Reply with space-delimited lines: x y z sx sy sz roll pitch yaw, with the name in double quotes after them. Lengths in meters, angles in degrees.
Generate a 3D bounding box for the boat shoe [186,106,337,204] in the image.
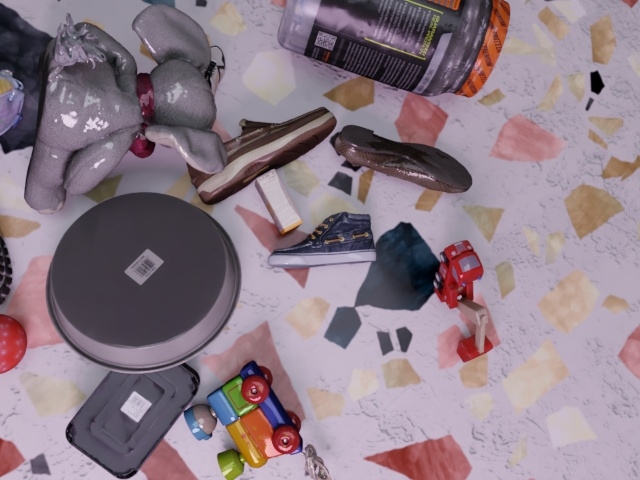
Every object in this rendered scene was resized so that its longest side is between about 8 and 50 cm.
-0.099 -0.161 1.071 0.257 0.095 0.095 -31 83 -11 "boat shoe"

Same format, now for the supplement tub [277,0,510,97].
0.116 -0.361 1.070 0.337 0.207 0.207 18 81 -7 "supplement tub"

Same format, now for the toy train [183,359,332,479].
-0.092 0.324 1.016 0.143 0.105 0.248 -32 89 -1 "toy train"

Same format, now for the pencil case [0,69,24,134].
-0.579 -0.269 0.992 0.273 0.113 0.124 41 108 -1 "pencil case"

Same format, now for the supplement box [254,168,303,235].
-0.068 -0.061 1.078 0.036 0.062 0.099 -28 89 -10 "supplement box"

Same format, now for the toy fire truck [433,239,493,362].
0.236 0.102 1.070 0.047 0.192 0.135 -20 58 -12 "toy fire truck"

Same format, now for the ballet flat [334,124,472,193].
0.140 -0.129 1.128 0.249 0.058 0.084 16 46 -12 "ballet flat"

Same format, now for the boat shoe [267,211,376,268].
0.000 0.000 1.085 0.183 0.065 0.083 -4 83 -16 "boat shoe"

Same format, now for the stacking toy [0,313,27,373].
-0.596 0.137 0.943 0.330 0.141 0.141 4 83 -13 "stacking toy"

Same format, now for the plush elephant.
-0.273 -0.196 0.973 0.255 0.330 0.272 7 72 -28 "plush elephant"

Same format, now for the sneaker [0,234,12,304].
-0.530 0.011 0.992 0.094 0.081 0.209 -17 75 -10 "sneaker"

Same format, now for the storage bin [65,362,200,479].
-0.277 0.249 0.998 0.122 0.084 0.180 38 80 -3 "storage bin"

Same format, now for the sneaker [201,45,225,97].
-0.181 -0.274 1.095 0.040 0.044 0.109 11 80 -6 "sneaker"

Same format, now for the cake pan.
-0.265 0.049 0.990 0.293 0.054 0.293 3 63 -5 "cake pan"
